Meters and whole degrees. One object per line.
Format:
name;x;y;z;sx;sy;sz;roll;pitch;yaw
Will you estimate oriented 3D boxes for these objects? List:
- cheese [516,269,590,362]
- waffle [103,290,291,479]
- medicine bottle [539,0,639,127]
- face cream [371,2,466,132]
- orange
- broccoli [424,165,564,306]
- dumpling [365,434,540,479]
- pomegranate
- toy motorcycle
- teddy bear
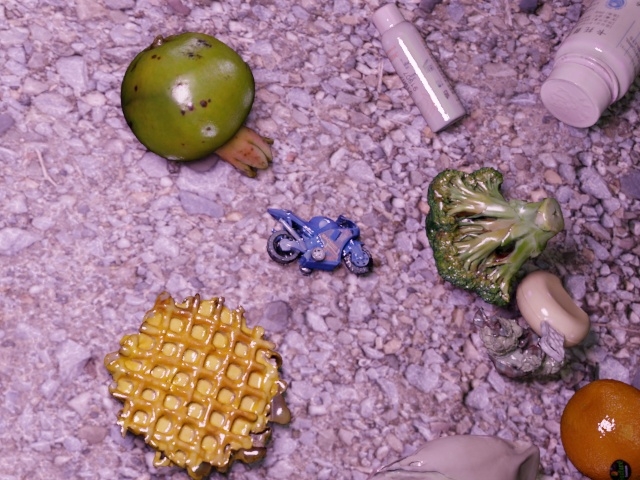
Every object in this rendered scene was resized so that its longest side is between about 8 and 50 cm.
cheese;0.418;0.138;1.791;0.163;0.071;0.249;48;27;14
waffle;-0.201;0.246;1.609;0.329;0.062;0.329;6;74;-21
medicine bottle;0.586;-0.382;2.012;0.170;0.170;0.293;41;68;-7
face cream;0.188;-0.344;1.900;0.082;0.082;0.269;-30;88;-25
orange;0.548;0.363;1.797;0.206;0.206;0.206;5;75;-20
broccoli;0.318;-0.029;1.767;0.269;0.269;0.254;24;62;-14
dumpling;0.237;0.470;1.671;0.341;0.181;0.260;-6;100;-51
pomegranate;-0.202;-0.217;1.657;0.302;0.236;0.236;50;62;-33
toy motorcycle;0.000;0.000;1.747;0.205;0.076;0.114;9;65;-17
teddy bear;0.351;0.199;1.808;0.213;0.133;0.111;23;112;-37
